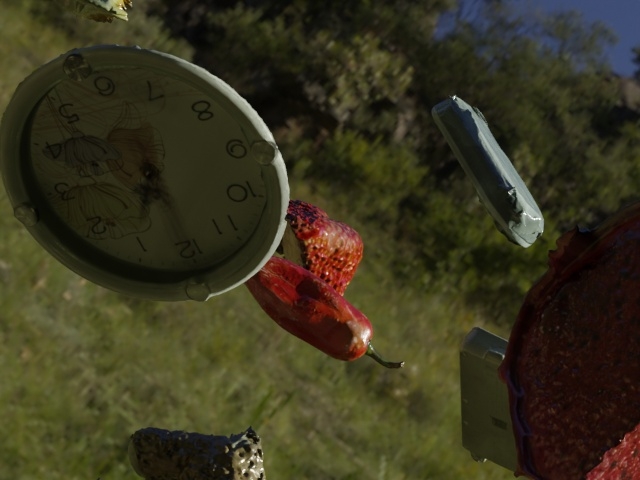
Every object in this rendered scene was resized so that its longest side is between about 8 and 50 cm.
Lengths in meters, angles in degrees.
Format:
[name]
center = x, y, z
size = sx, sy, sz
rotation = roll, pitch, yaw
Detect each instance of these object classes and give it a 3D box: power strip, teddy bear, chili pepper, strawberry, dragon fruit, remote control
[power strip]
center = 0.252, 0.230, 1.859
size = 0.118, 0.046, 0.270
rotation = 23, -37, 26
[teddy bear]
center = -0.136, 0.376, 1.863
size = 0.267, 0.156, 0.256
rotation = 37, -34, 34
[chili pepper]
center = -0.005, 0.069, 1.254
size = 0.191, 0.059, 0.050
rotation = 36, -8, -1
[strawberry]
center = 0.003, 0.006, 1.899
size = 0.236, 0.107, 0.175
rotation = -148, -144, -74
[dragon fruit]
center = 0.239, 0.067, 0.965
size = 0.126, 0.274, 0.161
rotation = 34, 5, -42
[remote control]
center = 0.213, -0.092, 1.702
size = 0.052, 0.247, 0.104
rotation = -38, -40, 17

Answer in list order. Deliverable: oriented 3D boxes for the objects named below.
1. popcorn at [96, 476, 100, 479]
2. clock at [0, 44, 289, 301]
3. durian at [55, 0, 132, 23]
[popcorn]
center = -0.123, 0.281, 0.852
size = 0.174, 0.195, 0.168
rotation = 30, 9, 25
[clock]
center = -0.136, -0.057, 1.056
size = 0.237, 0.053, 0.236
rotation = 6, -53, 8
[durian]
center = -0.297, -0.336, 1.546
size = 0.252, 0.139, 0.144
rotation = 44, -75, 3
